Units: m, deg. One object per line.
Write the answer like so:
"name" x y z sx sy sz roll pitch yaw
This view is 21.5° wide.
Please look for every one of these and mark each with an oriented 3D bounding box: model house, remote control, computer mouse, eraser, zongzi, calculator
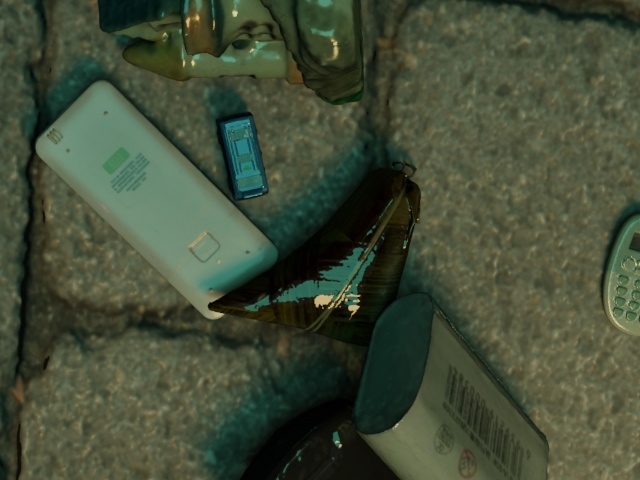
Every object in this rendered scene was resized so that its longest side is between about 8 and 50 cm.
"model house" -0.126 -0.227 1.497 0.325 0.267 0.194 0 86 4
"remote control" -0.157 -0.039 1.624 0.250 0.034 0.103 44 90 -13
"computer mouse" 0.039 0.291 1.670 0.170 0.100 0.269 -45 103 -17
"eraser" 0.130 0.182 1.611 0.081 0.174 0.227 -20 127 30
"zongzi" 0.000 0.000 1.623 0.184 0.084 0.187 13 96 -20
"calculator" 0.340 0.024 1.717 0.095 0.021 0.153 15 97 -11

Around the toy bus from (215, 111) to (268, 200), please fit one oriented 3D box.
"toy bus" -0.074 -0.080 1.624 0.038 0.046 0.083 -13 100 -6
